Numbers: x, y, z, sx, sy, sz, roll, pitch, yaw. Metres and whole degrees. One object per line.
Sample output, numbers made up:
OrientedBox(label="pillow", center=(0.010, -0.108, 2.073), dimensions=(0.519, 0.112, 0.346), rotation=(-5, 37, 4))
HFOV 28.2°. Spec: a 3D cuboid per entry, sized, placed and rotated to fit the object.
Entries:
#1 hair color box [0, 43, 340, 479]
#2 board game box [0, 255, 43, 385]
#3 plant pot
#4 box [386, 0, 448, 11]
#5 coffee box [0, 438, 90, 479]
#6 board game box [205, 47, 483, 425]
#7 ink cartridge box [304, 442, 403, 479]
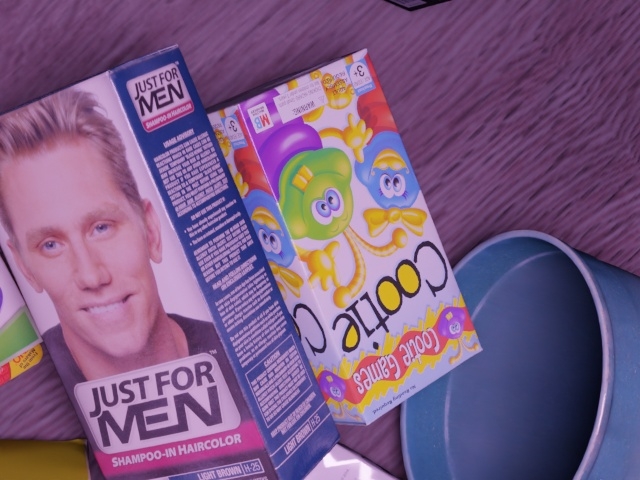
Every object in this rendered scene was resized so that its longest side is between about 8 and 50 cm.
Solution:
OrientedBox(label="hair color box", center=(-0.136, 0.041, 1.014), dimensions=(0.174, 0.105, 0.347), rotation=(-17, 101, 31))
OrientedBox(label="board game box", center=(-0.330, 0.023, 1.050), dimensions=(0.124, 0.039, 0.259), rotation=(-33, 115, -24))
OrientedBox(label="plant pot", center=(0.250, 0.151, 1.124), dimensions=(0.255, 0.271, 0.272), rotation=(15, 92, -29))
OrientedBox(label="box", center=(0.066, -0.287, 1.036), dimensions=(0.163, 0.247, 0.142), rotation=(20, 92, -14))
OrientedBox(label="coffee box", center=(-0.337, 0.347, 0.956), dimensions=(0.338, 0.337, 0.334), rotation=(1, 94, -12))
OrientedBox(label="board game box", center=(0.000, 0.000, 1.080), dimensions=(0.144, 0.142, 0.275), rotation=(-28, 102, -32))
OrientedBox(label="ink cartridge box", center=(0.062, 0.307, 1.164), dimensions=(0.332, 0.065, 0.165), rotation=(33, 87, -2))
